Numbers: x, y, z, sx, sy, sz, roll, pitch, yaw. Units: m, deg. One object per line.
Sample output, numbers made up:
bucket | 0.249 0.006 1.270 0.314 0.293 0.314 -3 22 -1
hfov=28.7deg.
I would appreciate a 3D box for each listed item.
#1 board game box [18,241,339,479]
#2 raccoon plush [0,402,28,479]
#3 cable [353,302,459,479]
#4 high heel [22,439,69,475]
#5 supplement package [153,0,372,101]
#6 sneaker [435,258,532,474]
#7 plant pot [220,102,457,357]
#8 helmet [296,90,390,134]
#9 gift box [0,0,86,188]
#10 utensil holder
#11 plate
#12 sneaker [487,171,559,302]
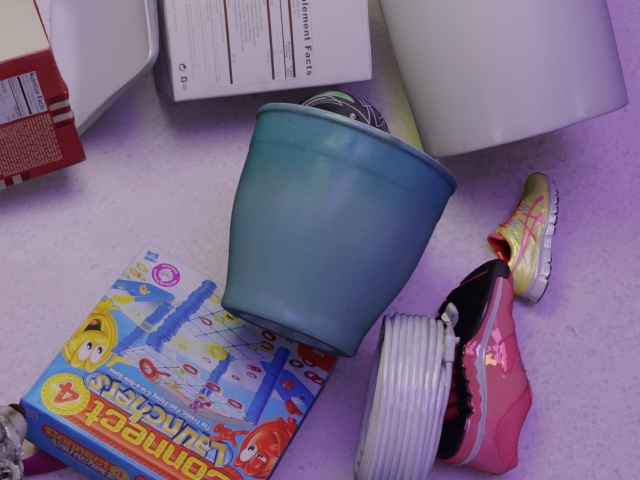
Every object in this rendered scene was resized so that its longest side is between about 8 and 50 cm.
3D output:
board game box | -0.176 0.193 1.598 0.308 0.086 0.302 29 48 4
raccoon plush | -0.450 0.380 1.364 0.216 0.299 0.447 19 63 -4
cable | 0.100 0.219 1.582 0.089 0.257 0.257 11 70 -1
high heel | -0.404 0.232 1.553 0.244 0.117 0.082 11 62 -5
supplement package | -0.093 -0.311 1.821 0.292 0.177 0.175 -8 104 -16
sneaker | 0.232 0.179 1.727 0.136 0.116 0.314 28 59 -25
plant pot | 0.000 0.000 1.574 0.271 0.271 0.255 22 81 0
helmet | 0.018 -0.135 1.793 0.161 0.169 0.169 -31 72 -4
gift box | -0.486 -0.231 1.666 0.276 0.255 0.258 -15 52 -13
utensil holder | 0.243 -0.339 1.785 0.327 0.327 0.386 -17 95 -19
plate | -0.303 -0.299 1.777 0.045 0.277 0.278 13 58 -36
sneaker | 0.295 -0.014 1.838 0.094 0.081 0.209 11 60 1
